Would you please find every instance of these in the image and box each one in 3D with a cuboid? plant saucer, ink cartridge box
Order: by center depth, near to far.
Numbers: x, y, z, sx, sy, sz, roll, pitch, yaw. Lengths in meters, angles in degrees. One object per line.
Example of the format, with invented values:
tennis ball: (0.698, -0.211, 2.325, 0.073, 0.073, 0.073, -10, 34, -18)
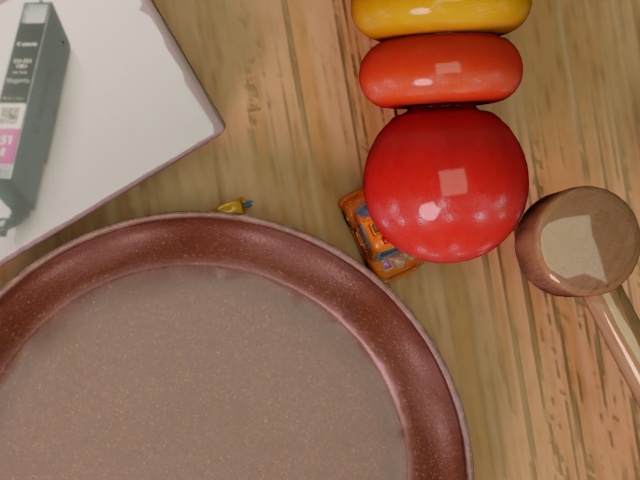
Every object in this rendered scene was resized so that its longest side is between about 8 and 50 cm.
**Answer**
ink cartridge box: (-0.228, -0.092, 0.964, 0.275, 0.060, 0.239, -31, 96, -6)
plant saucer: (-0.070, 0.139, 0.995, 0.310, 0.050, 0.311, 0, 91, -7)

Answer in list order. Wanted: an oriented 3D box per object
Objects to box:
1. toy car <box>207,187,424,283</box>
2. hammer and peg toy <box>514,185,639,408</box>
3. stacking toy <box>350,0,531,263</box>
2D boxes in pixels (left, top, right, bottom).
toy car: (0.000, 0.000, 1.005, 0.122, 0.040, 0.060, -7, 92, -8)
hammer and peg toy: (0.293, 0.025, 1.004, 0.361, 0.127, 0.266, -15, 95, -7)
stacking toy: (0.063, -0.153, 0.953, 0.141, 0.141, 0.330, -3, 89, -8)
